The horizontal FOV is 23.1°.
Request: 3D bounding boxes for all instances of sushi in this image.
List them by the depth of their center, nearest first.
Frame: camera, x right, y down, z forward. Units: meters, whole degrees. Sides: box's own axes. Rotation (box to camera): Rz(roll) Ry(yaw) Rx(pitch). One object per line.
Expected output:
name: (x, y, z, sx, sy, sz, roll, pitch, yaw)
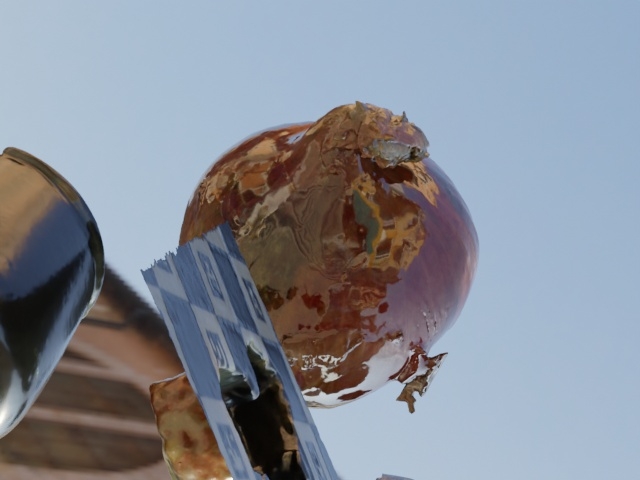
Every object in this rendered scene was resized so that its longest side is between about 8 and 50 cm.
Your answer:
sushi: (-0.050, 0.158, 1.008, 0.339, 0.068, 0.320, -51, 118, -83)

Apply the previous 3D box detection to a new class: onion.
onion: (0.009, 0.027, 1.734, 0.353, 0.353, 0.354, -25, -121, 51)

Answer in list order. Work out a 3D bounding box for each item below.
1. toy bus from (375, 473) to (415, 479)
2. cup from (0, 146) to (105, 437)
toy bus: (0.086, 0.318, 1.839, 0.153, 0.061, 0.051, -51, 151, -79)
cup: (-0.243, 0.011, 0.995, 0.169, 0.223, 0.176, -16, -160, 29)
